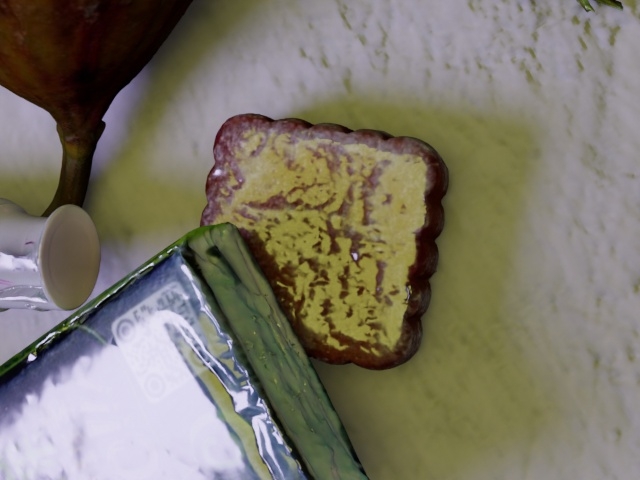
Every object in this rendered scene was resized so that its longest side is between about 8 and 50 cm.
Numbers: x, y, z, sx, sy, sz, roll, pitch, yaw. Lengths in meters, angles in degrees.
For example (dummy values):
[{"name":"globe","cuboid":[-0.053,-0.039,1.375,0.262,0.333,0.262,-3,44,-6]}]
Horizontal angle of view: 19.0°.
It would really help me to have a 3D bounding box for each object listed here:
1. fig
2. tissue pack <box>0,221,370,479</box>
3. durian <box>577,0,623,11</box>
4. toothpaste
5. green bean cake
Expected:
[{"name":"fig","cuboid":[-0.150,-0.137,1.090,0.217,0.217,0.321,9,118,12]},{"name":"tissue pack","cuboid":[-0.104,0.122,1.066,0.235,0.073,0.173,-36,79,27]},{"name":"durian","cuboid":[0.085,-0.204,1.088,0.215,0.086,0.100,27,126,15]},{"name":"toothpaste","cuboid":[-0.279,0.005,1.129,0.323,0.066,0.100,1,89,28]},{"name":"green bean cake","cuboid":[0.000,0.000,1.090,0.135,0.056,0.136,10,90,15]}]
